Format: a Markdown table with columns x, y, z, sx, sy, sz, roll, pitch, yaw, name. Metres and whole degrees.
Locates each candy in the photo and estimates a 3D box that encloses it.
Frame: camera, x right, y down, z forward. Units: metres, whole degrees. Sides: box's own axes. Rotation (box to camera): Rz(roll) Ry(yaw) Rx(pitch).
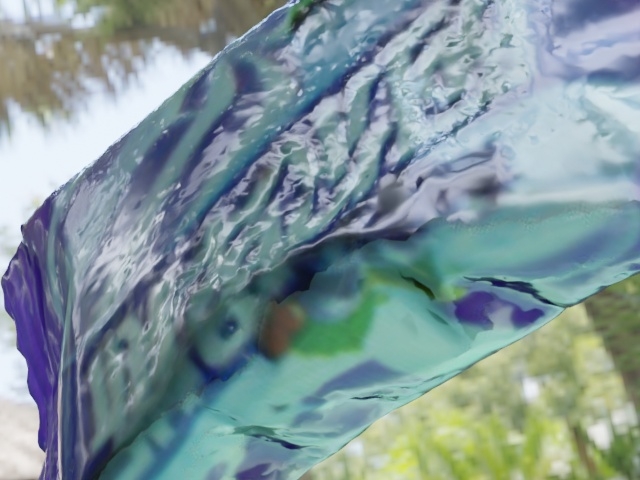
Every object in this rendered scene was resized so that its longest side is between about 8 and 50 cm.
| x | y | z | sx | sy | sz | roll | pitch | yaw | name |
| --- | --- | --- | --- | --- | --- | --- | --- | --- | --- |
| 0.000 | 0.000 | 0.444 | 0.275 | 0.145 | 0.070 | -37 | -40 | 27 | candy |
